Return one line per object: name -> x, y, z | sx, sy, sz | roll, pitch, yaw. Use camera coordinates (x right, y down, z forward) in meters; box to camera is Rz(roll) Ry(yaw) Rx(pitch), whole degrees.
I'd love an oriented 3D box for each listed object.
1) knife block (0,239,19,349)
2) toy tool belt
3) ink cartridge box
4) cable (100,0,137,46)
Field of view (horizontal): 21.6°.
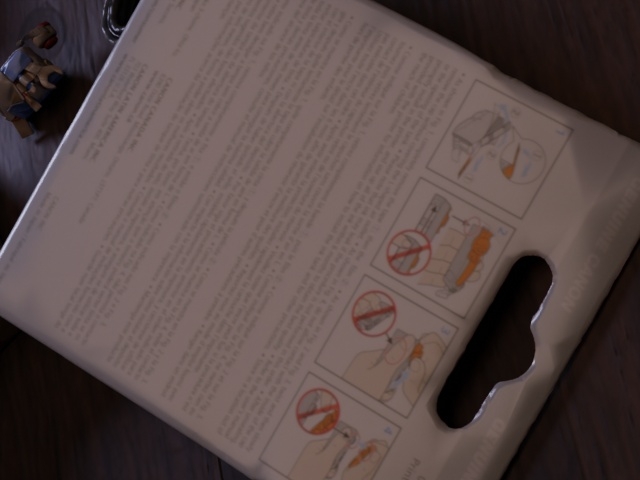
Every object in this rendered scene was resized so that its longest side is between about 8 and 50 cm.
knife block -> -0.345, 0.076, 1.288 | 0.242, 0.088, 0.276 | -43, 55, 13
toy tool belt -> -0.223, -0.124, 1.311 | 0.051, 0.052, 0.083 | 44, 105, 5
ink cartridge box -> 0.000, 0.000, 1.110 | 0.385, 0.091, 0.308 | 30, 90, 21
cable -> -0.120, -0.290, 1.281 | 0.139, 0.072, 0.287 | 29, 91, 43
